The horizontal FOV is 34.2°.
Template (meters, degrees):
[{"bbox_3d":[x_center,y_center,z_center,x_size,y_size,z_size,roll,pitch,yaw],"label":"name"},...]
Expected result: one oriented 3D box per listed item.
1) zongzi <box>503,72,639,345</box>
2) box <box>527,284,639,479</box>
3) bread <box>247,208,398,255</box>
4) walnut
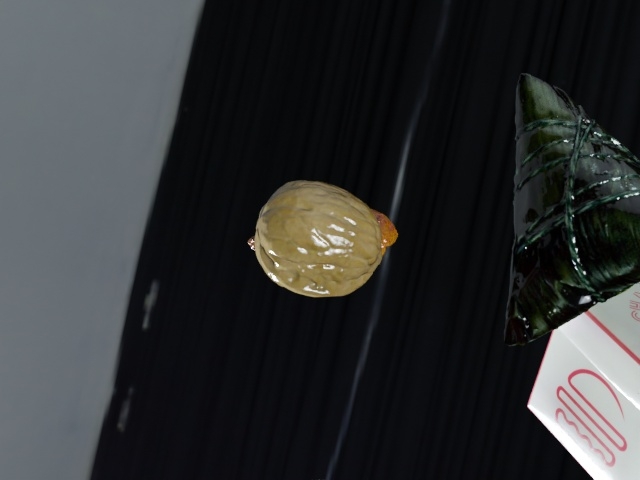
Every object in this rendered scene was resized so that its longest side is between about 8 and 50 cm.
[{"bbox_3d":[0.441,-0.045,1.552,0.319,0.384,0.362,34,148,-28],"label":"zongzi"},{"bbox_3d":[0.597,0.248,1.831,0.314,0.300,0.312,-13,-139,-27],"label":"box"},{"bbox_3d":[0.003,-0.014,1.857,0.268,0.139,0.095,11,140,17],"label":"bread"},{"bbox_3d":[0.000,0.000,1.681,0.213,0.213,0.213,12,180,0],"label":"walnut"}]
